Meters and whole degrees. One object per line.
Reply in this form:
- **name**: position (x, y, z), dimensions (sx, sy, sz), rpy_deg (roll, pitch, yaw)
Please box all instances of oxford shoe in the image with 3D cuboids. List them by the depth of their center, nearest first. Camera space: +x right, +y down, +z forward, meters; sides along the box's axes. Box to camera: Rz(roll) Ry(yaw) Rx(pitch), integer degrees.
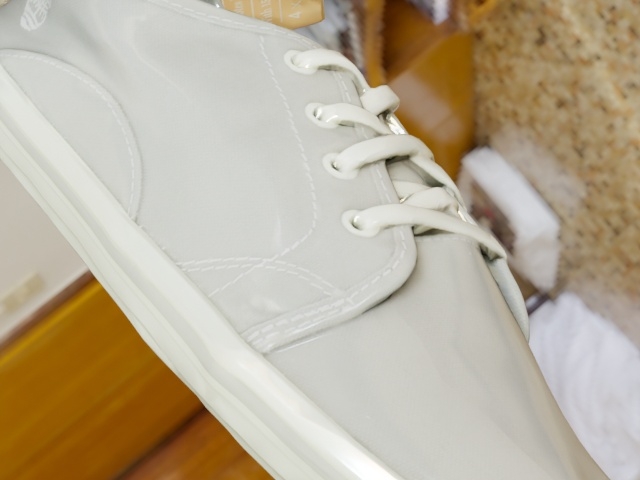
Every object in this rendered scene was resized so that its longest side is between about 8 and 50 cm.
- **oxford shoe**: position (0.000, 0.000, 0.604), dimensions (0.449, 0.130, 0.169), rpy_deg (45, -171, 34)

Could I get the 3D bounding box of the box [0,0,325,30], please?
- **box**: position (-0.184, -0.195, 0.789), dimensions (0.215, 0.345, 0.168), rpy_deg (86, 168, -68)
